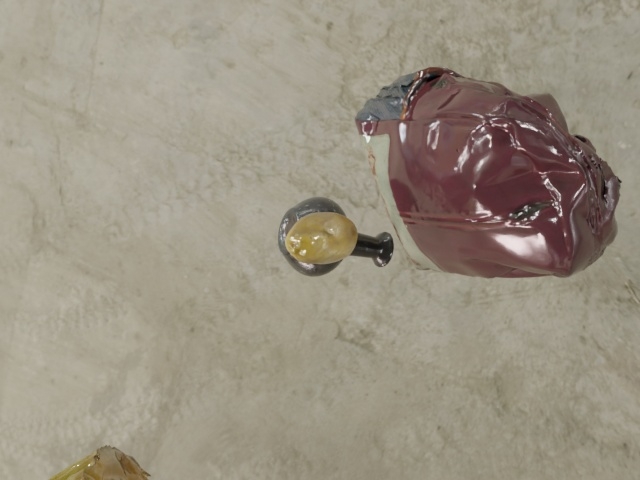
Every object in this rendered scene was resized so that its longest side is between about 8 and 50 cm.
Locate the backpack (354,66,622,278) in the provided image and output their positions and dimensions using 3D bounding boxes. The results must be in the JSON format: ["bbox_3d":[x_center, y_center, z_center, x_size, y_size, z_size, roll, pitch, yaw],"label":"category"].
[{"bbox_3d":[0.196,-0.078,0.587,0.197,0.317,0.283,-37,108,-14],"label":"backpack"}]

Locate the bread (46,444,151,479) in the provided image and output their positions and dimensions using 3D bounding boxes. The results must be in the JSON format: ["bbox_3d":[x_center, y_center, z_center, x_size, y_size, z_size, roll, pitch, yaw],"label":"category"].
[{"bbox_3d":[-0.190,0.310,0.441,0.139,0.240,0.240,-41,69,-19],"label":"bread"}]

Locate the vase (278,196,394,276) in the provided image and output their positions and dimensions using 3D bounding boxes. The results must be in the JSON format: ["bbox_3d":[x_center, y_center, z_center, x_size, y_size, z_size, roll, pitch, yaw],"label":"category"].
[{"bbox_3d":[0.030,0.001,0.755,0.120,0.182,0.120,-26,59,55],"label":"vase"}]

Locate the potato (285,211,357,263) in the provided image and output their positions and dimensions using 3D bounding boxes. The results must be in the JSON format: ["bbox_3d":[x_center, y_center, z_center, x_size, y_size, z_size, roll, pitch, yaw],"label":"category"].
[{"bbox_3d":[0.000,0.000,0.513,0.068,0.083,0.062,-36,92,35],"label":"potato"}]
